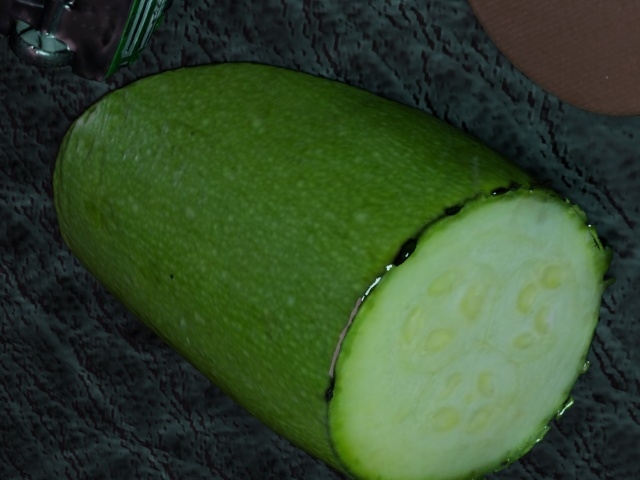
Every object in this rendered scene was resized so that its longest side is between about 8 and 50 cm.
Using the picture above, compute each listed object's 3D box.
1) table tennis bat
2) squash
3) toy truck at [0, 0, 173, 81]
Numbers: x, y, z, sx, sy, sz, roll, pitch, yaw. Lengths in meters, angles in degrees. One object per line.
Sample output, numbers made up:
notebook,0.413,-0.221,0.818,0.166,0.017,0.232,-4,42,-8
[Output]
table tennis bat,0.111,-0.154,0.912,0.130,0.019,0.220,-22,108,32
squash,0.000,0.000,1.043,0.260,0.189,0.189,36,135,46
toy truck,-0.183,-0.178,0.960,0.259,0.121,0.088,29,124,6
